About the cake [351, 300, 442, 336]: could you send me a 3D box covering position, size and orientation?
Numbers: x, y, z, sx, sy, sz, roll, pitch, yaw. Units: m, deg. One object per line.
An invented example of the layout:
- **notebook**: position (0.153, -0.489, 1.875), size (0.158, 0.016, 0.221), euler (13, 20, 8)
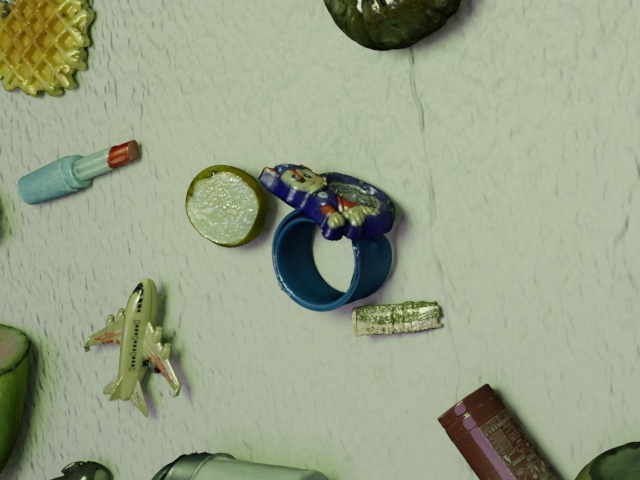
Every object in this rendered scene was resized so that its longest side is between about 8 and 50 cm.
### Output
- **cake**: position (0.120, 0.120, 1.467), size (0.140, 0.055, 0.051), euler (-6, 88, 12)

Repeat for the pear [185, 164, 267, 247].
- **pear**: position (-0.149, -0.062, 1.567), size (0.141, 0.104, 0.141), euler (3, 109, 10)

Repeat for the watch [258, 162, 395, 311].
- **watch**: position (0.009, 0.003, 1.458), size (0.196, 0.171, 0.200), euler (36, 120, 35)

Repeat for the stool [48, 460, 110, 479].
- **stool**: position (-0.479, 0.511, 1.737), size (0.228, 0.153, 0.139), euler (-48, 70, 22)

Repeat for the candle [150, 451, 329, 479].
- **candle**: position (-0.100, 0.454, 1.490), size (0.343, 0.221, 0.221), euler (0, 92, 29)

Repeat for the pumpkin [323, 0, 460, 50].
- **pumpkin**: position (0.103, -0.387, 1.383), size (0.224, 0.157, 0.223), euler (-4, 83, 38)

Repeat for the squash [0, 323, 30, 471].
- **squash**: position (-0.685, 0.354, 1.809), size (0.310, 0.310, 0.308), euler (7, 114, 29)

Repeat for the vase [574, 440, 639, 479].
- **vase**: position (0.481, 0.413, 1.188), size (0.329, 0.241, 0.302), euler (-11, 99, 3)

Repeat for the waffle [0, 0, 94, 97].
- **waffle**: position (-0.530, -0.401, 1.791), size (0.250, 0.056, 0.261), euler (4, 92, 29)

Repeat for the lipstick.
- **lipstick**: position (-0.442, -0.128, 1.747), size (0.274, 0.061, 0.068), euler (-16, 82, 28)

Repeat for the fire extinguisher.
- **fire extinguisher**: position (0.276, 0.341, 1.343), size (0.105, 0.105, 0.269), euler (-42, 74, 24)

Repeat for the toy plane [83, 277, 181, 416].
- **toy plane**: position (-0.322, 0.181, 1.675), size (0.229, 0.092, 0.244), euler (21, 101, 29)
